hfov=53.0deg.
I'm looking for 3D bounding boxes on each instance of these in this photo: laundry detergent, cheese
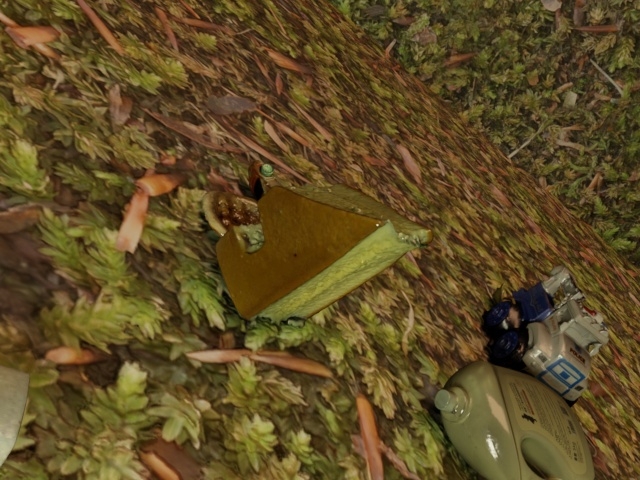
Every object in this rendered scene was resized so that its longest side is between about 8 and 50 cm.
[{"bbox_3d":[0.244,0.244,0.840,0.253,0.091,0.181,27,36,-32],"label":"laundry detergent"},{"bbox_3d":[0.360,0.119,1.255,0.084,0.041,0.060,38,31,-37],"label":"cheese"}]

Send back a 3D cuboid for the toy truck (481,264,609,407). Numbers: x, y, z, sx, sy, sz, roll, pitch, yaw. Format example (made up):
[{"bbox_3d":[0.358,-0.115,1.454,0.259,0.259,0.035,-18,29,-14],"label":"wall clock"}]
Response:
[{"bbox_3d":[0.396,0.159,1.089,0.161,0.177,0.213,38,25,-14],"label":"toy truck"}]

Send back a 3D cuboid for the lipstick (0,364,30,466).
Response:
[{"bbox_3d":[-0.295,0.071,0.343,0.252,0.079,0.077,28,28,-32],"label":"lipstick"}]

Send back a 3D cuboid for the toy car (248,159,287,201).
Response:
[{"bbox_3d":[-0.065,-0.059,0.895,0.035,0.059,0.122,-35,76,-34],"label":"toy car"}]

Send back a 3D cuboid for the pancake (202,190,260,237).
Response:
[{"bbox_3d":[-0.094,-0.017,0.828,0.139,0.022,0.139,34,26,-19],"label":"pancake"}]

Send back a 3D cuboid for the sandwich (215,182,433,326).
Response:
[{"bbox_3d":[0.000,0.000,0.685,0.122,0.235,0.128,-6,68,-45],"label":"sandwich"}]
